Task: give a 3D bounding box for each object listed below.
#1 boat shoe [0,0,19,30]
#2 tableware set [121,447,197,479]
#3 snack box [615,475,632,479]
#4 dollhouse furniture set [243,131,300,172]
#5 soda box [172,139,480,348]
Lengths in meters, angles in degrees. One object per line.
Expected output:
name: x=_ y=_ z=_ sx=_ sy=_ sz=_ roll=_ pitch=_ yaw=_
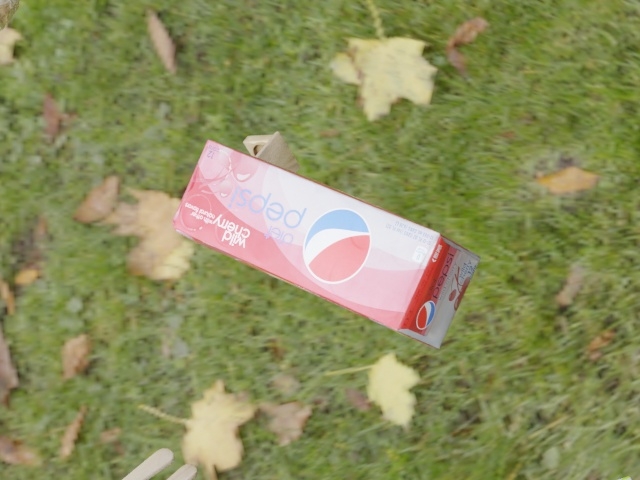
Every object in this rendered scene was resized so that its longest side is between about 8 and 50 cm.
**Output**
boat shoe: x=-0.186 y=-0.167 z=0.883 sx=0.059 sy=0.170 sz=0.063 roll=-31 pitch=88 yaw=-9
tableware set: x=-0.069 y=0.139 z=0.502 sx=0.104 sy=0.154 sz=0.024 roll=30 pitch=139 yaw=30
snack box: x=0.243 y=0.257 z=1.122 sx=0.037 sy=0.100 sz=0.141 roll=-19 pitch=103 yaw=4
dollhouse furniture set: x=-0.103 y=-0.038 z=1.904 sx=0.151 sy=0.123 sz=0.144 roll=0 pitch=132 yaw=44
soda box: x=0.000 y=0.000 z=1.322 sx=0.263 sy=0.083 sz=0.092 roll=23 pitch=88 yaw=33
